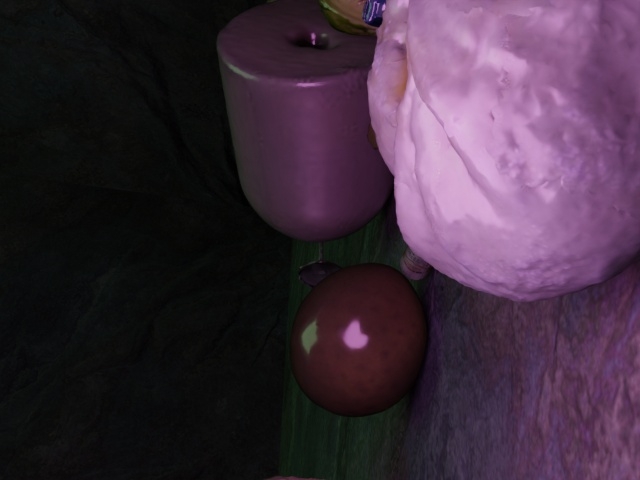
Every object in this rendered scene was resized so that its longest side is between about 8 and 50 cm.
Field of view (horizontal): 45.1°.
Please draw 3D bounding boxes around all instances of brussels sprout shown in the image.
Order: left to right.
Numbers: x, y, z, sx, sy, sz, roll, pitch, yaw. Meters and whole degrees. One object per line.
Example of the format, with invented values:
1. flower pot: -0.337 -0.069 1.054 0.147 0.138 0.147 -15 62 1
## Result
1. brussels sprout: 0.068 -0.389 1.209 0.183 0.146 0.131 -98 25 -54

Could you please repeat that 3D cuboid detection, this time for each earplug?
1. earplug: -0.003 -0.193 1.376 0.312 0.313 0.394 -90 -4 -49

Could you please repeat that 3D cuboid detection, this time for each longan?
1. longan: 0.051 0.138 1.063 0.196 0.197 0.220 -98 23 -68

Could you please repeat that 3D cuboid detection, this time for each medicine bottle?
1. medicine bottle: 0.139 0.016 1.049 0.083 0.047 0.047 107 168 -60

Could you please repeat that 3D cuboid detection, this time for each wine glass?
1. wine glass: 0.000 0.000 1.965 0.156 0.156 0.232 105 168 -51

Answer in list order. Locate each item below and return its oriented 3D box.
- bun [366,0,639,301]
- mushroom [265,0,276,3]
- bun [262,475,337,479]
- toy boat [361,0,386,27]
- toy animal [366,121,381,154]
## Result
1. bun: 0.136 -0.128 0.559 0.354 0.194 0.354 -171 90 -83
2. mushroom: 0.051 -0.455 1.684 0.336 0.315 0.314 -13 -67 -64
3. bun: 0.000 0.496 1.057 0.360 0.211 0.359 177 90 -89
4. toy boat: 0.128 -0.318 0.992 0.129 0.143 0.309 -21 -58 -63
5. toy animal: 0.147 -0.237 1.161 0.186 0.094 0.214 152 133 -77
